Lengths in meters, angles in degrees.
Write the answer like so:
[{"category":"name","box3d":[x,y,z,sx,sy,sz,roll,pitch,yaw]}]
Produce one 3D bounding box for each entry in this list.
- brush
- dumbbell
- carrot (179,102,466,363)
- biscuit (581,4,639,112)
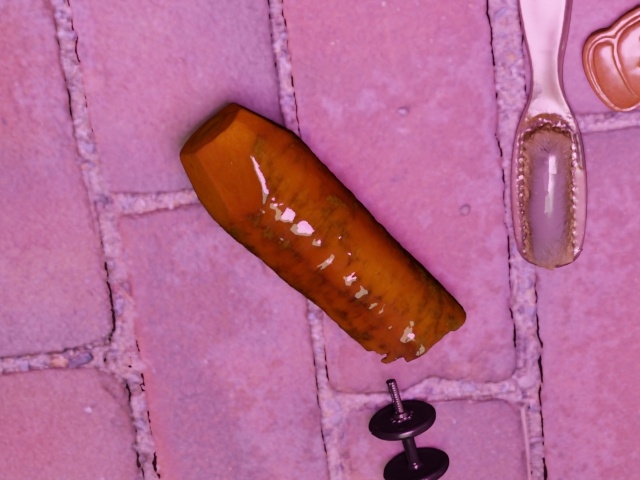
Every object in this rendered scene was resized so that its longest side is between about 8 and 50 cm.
[{"category":"brush","box3d":[0.209,-0.114,1.505,0.072,0.067,0.313,-2,110,4]},{"category":"dumbbell","box3d":[0.088,0.202,1.635,0.069,0.069,0.147,-13,111,8]},{"category":"carrot","box3d":[0.000,0.000,1.537,0.114,0.114,0.302,-40,107,17]},{"category":"biscuit","box3d":[0.315,-0.163,1.499,0.140,0.023,0.118,-33,107,14]}]
